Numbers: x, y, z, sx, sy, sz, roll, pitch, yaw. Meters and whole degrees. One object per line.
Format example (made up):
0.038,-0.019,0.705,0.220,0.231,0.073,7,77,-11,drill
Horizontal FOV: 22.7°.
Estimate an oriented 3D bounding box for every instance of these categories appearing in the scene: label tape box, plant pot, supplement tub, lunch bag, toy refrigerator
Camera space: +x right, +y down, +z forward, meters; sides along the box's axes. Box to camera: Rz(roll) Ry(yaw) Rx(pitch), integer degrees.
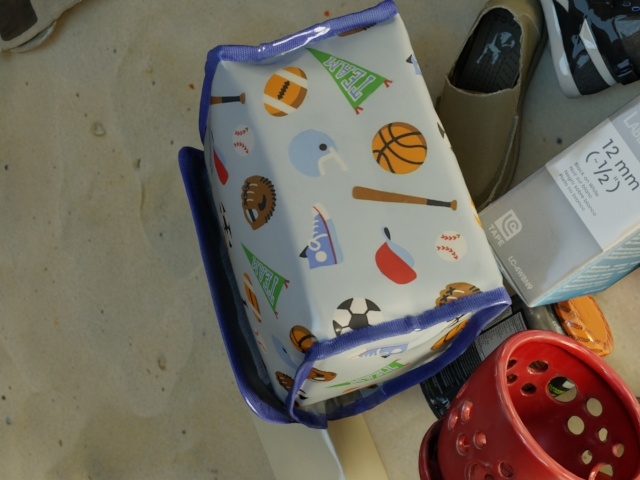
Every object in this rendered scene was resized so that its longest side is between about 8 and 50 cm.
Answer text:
0.345,-0.079,1.542,0.347,0.249,0.115,-39,75,22,label tape box
0.200,0.209,1.565,0.191,0.191,0.174,54,128,15,plant pot
0.206,0.124,1.691,0.190,0.117,0.117,-32,78,23,supplement tub
0.000,0.000,1.614,0.239,0.385,0.328,-14,76,-11,lunch bag
0.016,0.282,1.798,0.094,0.102,0.270,-27,81,24,toy refrigerator

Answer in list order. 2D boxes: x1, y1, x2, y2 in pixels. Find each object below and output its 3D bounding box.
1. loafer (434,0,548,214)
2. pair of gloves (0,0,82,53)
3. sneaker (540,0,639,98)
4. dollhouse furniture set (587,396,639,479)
0.168,-0.145,1.714,0.102,0.092,0.269,18,99,25,loafer
-0.383,-0.359,2.006,0.204,0.042,0.240,-33,76,27,pair of gloves
0.291,-0.266,1.665,0.121,0.079,0.217,-12,94,23,sneaker
0.375,0.318,1.631,0.259,0.135,0.262,21,101,35,dollhouse furniture set
